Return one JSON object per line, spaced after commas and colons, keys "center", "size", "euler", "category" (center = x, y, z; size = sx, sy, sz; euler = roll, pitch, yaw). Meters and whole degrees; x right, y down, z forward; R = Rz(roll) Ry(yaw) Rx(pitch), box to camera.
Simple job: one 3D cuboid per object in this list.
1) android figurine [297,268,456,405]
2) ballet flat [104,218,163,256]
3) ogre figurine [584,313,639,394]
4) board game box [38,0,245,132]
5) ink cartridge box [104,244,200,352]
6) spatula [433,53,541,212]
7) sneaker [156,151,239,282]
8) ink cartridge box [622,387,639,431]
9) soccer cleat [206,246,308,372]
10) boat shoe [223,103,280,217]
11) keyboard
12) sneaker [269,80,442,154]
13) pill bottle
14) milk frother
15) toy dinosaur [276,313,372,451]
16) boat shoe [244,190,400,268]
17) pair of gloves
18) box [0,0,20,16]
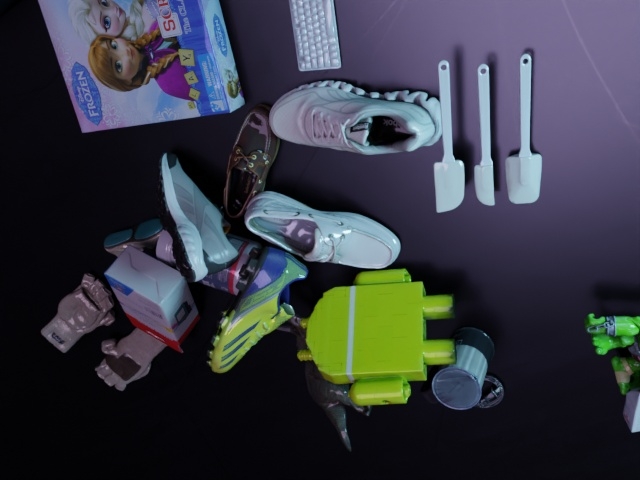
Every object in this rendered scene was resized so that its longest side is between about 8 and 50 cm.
{"center": [0.092, 0.158, 1.330], "size": [0.273, 0.248, 0.056], "euler": [-7, 147, 14], "category": "android figurine"}
{"center": [-0.353, -0.003, 1.551], "size": [0.168, 0.057, 0.052], "euler": [-12, 137, 31], "category": "ballet flat"}
{"center": [0.510, 0.172, 1.244], "size": [0.118, 0.097, 0.197], "euler": [-24, 103, 32], "category": "ogre figurine"}
{"center": [-0.317, -0.359, 1.346], "size": [0.318, 0.066, 0.318], "euler": [-4, 112, 24], "category": "board game box"}
{"center": [-0.319, 0.120, 1.531], "size": [0.134, 0.078, 0.231], "euler": [27, 153, 16], "category": "ink cartridge box"}
{"center": [0.255, -0.162, 1.203], "size": [0.168, 0.019, 0.241], "euler": [-4, 114, 5], "category": "spatula"}
{"center": [-0.227, -0.047, 1.403], "size": [0.100, 0.108, 0.271], "euler": [108, 142, -53], "category": "sneaker"}
{"center": [0.554, 0.224, 1.221], "size": [0.146, 0.045, 0.179], "euler": [-11, 132, 2], "category": "ink cartridge box"}
{"center": [-0.115, 0.140, 1.389], "size": [0.121, 0.093, 0.289], "euler": [22, 120, -10], "category": "soccer cleat"}
{"center": [-0.123, -0.133, 1.373], "size": [0.073, 0.073, 0.206], "euler": [20, 119, 14], "category": "boat shoe"}
{"center": [-0.017, -0.396, 1.236], "size": [0.072, 0.014, 0.255], "euler": [2, 115, 22], "category": "keyboard"}
{"center": [0.044, -0.189, 1.252], "size": [0.292, 0.118, 0.110], "euler": [5, 118, 22], "category": "sneaker"}
{"center": [-0.207, 0.029, 1.464], "size": [0.180, 0.108, 0.107], "euler": [18, 120, 15], "category": "pill bottle"}
{"center": [0.261, 0.250, 1.362], "size": [0.143, 0.134, 0.129], "euler": [35, 123, 3], "category": "milk frother"}
{"center": [0.026, 0.246, 1.489], "size": [0.160, 0.121, 0.313], "euler": [5, 121, 34], "category": "toy dinosaur"}
{"center": [0.000, 0.000, 1.352], "size": [0.277, 0.096, 0.098], "euler": [15, 117, 0], "category": "boat shoe"}
{"center": [-0.458, 0.203, 1.689], "size": [0.240, 0.042, 0.204], "euler": [38, 117, -6], "category": "pair of gloves"}
{"center": [-0.683, -0.496, 1.295], "size": [0.183, 0.296, 0.294], "euler": [-22, 105, 30], "category": "box"}
